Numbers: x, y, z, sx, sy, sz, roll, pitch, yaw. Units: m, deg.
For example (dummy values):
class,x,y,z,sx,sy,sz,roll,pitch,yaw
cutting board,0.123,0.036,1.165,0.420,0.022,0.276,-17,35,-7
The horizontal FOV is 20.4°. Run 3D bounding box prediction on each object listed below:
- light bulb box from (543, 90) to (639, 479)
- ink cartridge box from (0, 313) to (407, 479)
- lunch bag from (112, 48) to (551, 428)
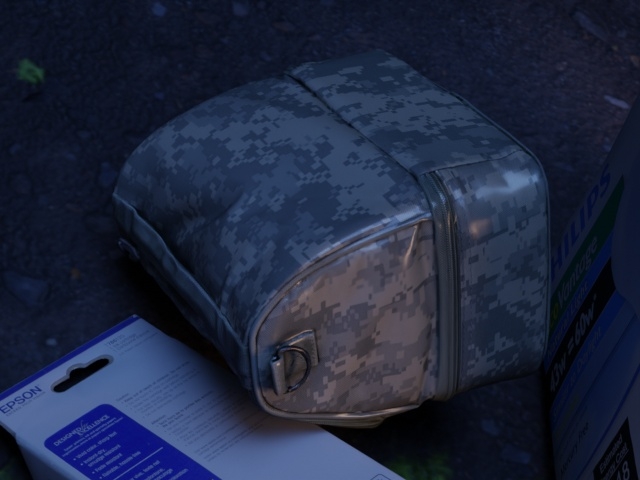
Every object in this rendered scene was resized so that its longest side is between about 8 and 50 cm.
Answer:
class,x,y,z,sx,sy,sz,roll,pitch,yaw
light bulb box,0.339,0.063,1.378,0.225,0.358,0.361,12,43,-11
ink cartridge box,-0.086,0.177,1.313,0.165,0.065,0.333,-31,45,-34
lunch bag,0.000,0.000,1.387,0.256,0.212,0.305,-14,33,-22
